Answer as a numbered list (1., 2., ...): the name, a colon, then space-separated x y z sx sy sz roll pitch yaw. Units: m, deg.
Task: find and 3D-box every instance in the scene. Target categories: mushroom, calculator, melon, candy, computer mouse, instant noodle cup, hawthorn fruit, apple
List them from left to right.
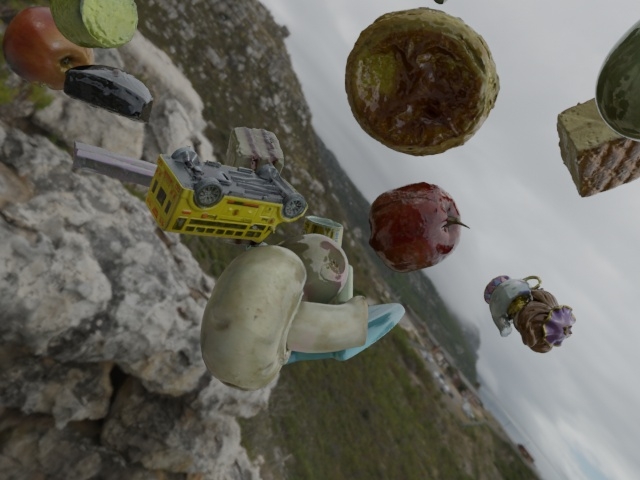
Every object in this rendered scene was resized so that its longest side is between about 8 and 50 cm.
1. apple: -0.615 -0.434 1.276 0.199 0.199 0.199 51 5 -6
2. computer mouse: -0.458 -0.332 1.240 0.170 0.100 0.269 15 5 -16
3. candy: -0.210 -0.151 1.588 0.135 0.321 0.180 6 40 -19
4. mushroom: -0.105 0.143 1.190 0.315 0.356 0.315 53 -13 18
5. melon: -0.052 0.098 1.603 0.223 0.223 0.316 50 -36 -15
6. instant noodle cup: 0.000 0.000 1.970 0.182 0.144 0.182 12 11 -2
7. calculator: 0.068 0.230 1.454 0.386 0.256 0.055 -17 94 -58
8. hawthorn fruit: 0.254 -0.039 1.521 0.258 0.262 0.258 26 35 -20

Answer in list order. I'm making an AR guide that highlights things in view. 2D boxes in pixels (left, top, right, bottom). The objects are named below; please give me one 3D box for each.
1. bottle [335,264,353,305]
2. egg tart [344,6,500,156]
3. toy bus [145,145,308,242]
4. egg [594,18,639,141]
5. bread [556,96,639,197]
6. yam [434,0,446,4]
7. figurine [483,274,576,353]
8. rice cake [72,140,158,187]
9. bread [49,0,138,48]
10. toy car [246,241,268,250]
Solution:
1. bottle: 0.099 0.195 2.326 0.072 0.072 0.202 47 33 -38
2. egg tart: 0.290 -0.456 1.606 0.443 0.443 0.178 49 36 -20
3. toy bus: -0.190 -0.084 1.191 0.330 0.152 0.144 6 33 -44
4. egg: 0.656 -0.327 1.044 0.218 0.296 0.218 16 31 -10
5. bread: 0.924 -0.317 1.773 0.279 0.278 0.207 45 28 -49
6. yam: 0.498 -0.984 2.184 0.068 0.068 0.169 50 49 -14
7. figurine: 0.557 0.194 1.492 0.142 0.190 0.263 29 11 -30
8. rice cake: -0.584 -0.216 1.658 0.297 0.050 0.106 15 24 -25
9. bread: -0.398 -0.396 0.985 0.114 0.111 0.129 23 30 40
10. toy car: -0.223 0.097 2.098 0.224 0.090 0.076 78 27 -44
